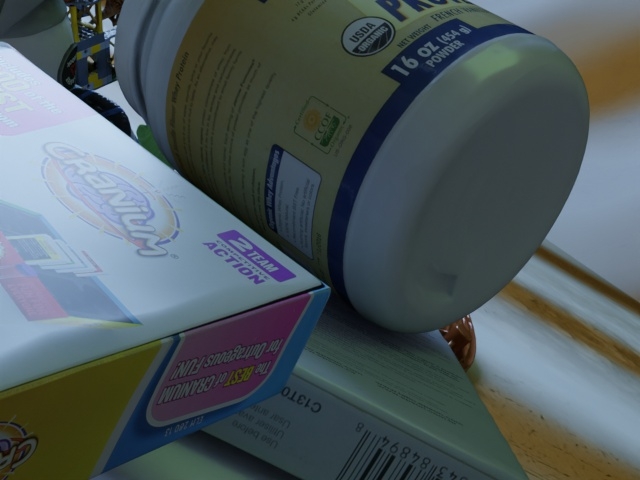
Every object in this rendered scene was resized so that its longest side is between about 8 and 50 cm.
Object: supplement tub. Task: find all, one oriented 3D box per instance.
[{"bbox_3d":[0.013,-0.100,0.799,0.316,0.228,0.228,37,13,33],"label":"supplement tub"}]

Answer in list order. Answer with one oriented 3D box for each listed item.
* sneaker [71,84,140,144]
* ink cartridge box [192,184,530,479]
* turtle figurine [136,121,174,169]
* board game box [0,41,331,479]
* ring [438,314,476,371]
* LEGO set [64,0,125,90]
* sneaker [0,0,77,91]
[{"bbox_3d":[-0.238,-0.107,0.938,0.211,0.080,0.081,36,-12,27],"label":"sneaker"},{"bbox_3d":[-0.043,0.054,0.728,0.324,0.071,0.330,28,9,-11],"label":"ink cartridge box"},{"bbox_3d":[-0.089,-0.161,1.217,0.198,0.274,0.266,-3,-2,30],"label":"turtle figurine"},{"bbox_3d":[-0.179,0.006,0.404,0.242,0.064,0.317,37,27,24],"label":"board game box"},{"bbox_3d":[0.040,-0.008,1.030,0.337,0.032,0.336,39,22,-19],"label":"ring"},{"bbox_3d":[-0.260,-0.293,1.048,0.331,0.192,0.255,32,44,33],"label":"LEGO set"},{"bbox_3d":[-0.326,-0.130,0.723,0.331,0.146,0.122,11,35,11],"label":"sneaker"}]
